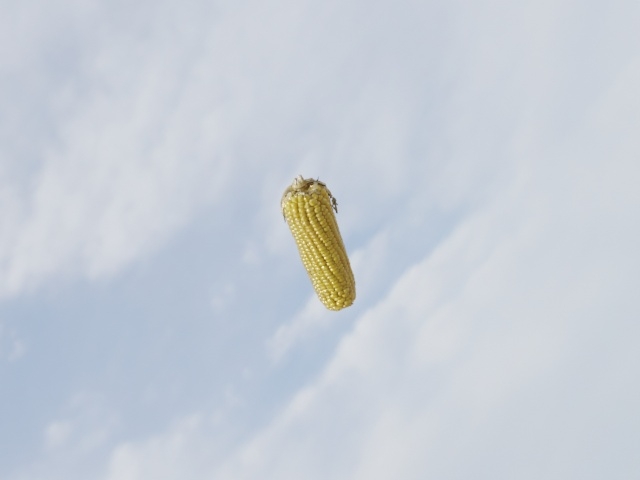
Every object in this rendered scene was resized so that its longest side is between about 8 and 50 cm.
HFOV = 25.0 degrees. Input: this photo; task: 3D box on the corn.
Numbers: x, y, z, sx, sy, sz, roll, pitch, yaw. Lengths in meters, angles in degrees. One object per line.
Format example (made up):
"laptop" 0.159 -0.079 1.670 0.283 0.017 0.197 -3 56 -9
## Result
"corn" 0.000 0.000 0.783 0.028 0.027 0.083 -39 -57 -34
